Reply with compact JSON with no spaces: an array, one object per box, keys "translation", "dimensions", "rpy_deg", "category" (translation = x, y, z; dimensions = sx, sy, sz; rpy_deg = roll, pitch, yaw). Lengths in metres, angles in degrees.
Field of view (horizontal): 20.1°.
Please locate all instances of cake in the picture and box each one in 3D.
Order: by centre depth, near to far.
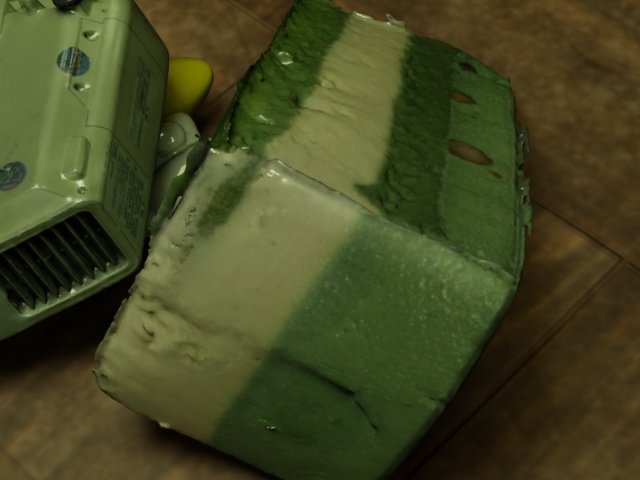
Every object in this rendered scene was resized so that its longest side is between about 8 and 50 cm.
[{"translation":[0.002,-0.004,0.919],"dimensions":[0.158,0.172,0.283],"rpy_deg":[26,25,-4],"category":"cake"}]

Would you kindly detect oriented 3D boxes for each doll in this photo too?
[{"translation":[-0.073,-0.049,0.979],"dimensions":[0.135,0.071,0.113],"rpy_deg":[-12,61,-8],"category":"doll"}]

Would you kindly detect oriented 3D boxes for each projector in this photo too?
[{"translation":[-0.218,-0.028,0.925],"dimensions":[0.269,0.088,0.194],"rpy_deg":[-10,55,20],"category":"projector"}]
